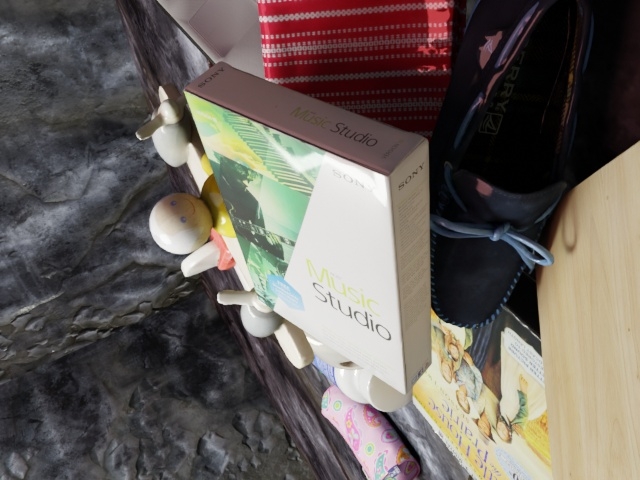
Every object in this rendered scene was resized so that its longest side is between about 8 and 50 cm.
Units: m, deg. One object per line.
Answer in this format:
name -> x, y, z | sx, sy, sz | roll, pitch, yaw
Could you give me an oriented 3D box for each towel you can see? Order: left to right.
towel -> 0.037, -0.175, 0.592 | 0.031, 0.198, 0.275 | -62, -28, -60

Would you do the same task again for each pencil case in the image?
pencil case -> 0.111, 0.459, 1.458 | 0.284, 0.124, 0.124 | 49, 155, 44

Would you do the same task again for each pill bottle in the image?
pill bottle -> 0.075, 0.220, 1.200 | 0.272, 0.152, 0.152 | 29, 139, 61

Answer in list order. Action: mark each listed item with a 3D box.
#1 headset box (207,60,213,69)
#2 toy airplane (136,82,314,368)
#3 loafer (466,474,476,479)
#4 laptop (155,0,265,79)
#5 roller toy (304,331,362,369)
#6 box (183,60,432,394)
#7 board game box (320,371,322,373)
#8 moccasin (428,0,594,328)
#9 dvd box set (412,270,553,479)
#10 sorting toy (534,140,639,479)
headset box -> -0.141, -0.351, 1.050 | 0.218, 0.110, 0.293 | -104, 4, -50
toy airplane -> -0.143, -0.036, 0.945 | 0.386, 0.272, 0.385 | 21, 117, 42
loafer -> 0.286, 0.468, 1.038 | 0.078, 0.080, 0.220 | 18, 131, 67
laptop -> -0.062, -0.415, 0.670 | 0.236, 0.408, 0.382 | 34, -167, -50
roller toy -> 0.046, 0.110, 1.035 | 0.209, 0.191, 0.146 | 18, 161, 28
box -> 0.000, 0.000, 0.620 | 0.232, 0.058, 0.322 | 27, 147, 31
board game box -> -0.032, 0.187, 1.625 | 0.317, 0.046, 0.213 | 62, 162, 10
moccasin -> 0.146, -0.060, 0.545 | 0.117, 0.137, 0.342 | -94, 4, -64
dvd box set -> 0.239, 0.203, 0.867 | 0.308, 0.062, 0.420 | 49, 155, 42
sorting toy -> 0.258, 0.078, 0.483 | 0.255, 0.089, 0.257 | 84, -175, -79
